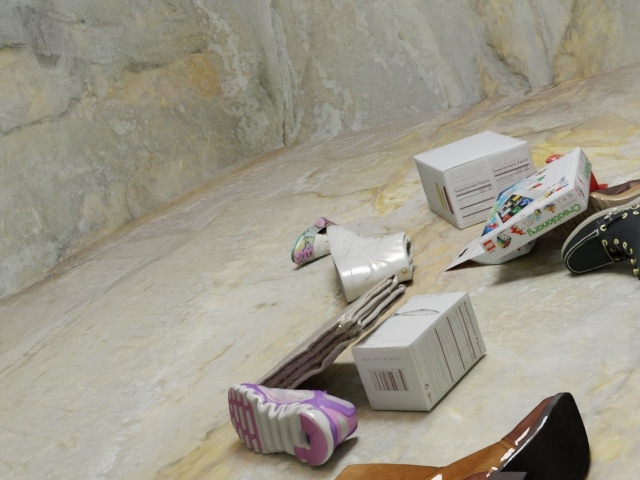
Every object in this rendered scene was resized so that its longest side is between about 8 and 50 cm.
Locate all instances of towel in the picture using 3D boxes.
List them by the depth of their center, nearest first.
[{"bbox_3d":[0.007,0.164,1.472,0.282,0.049,0.187,-41,-4,38],"label":"towel"}]

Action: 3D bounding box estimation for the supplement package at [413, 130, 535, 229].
[{"bbox_3d":[0.360,-0.147,2.195,0.204,0.145,0.262,-19,14,-4],"label":"supplement package"}]

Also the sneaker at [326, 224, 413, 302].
[{"bbox_3d":[0.108,0.030,1.949,0.169,0.108,0.292,-17,24,-1],"label":"sneaker"}]

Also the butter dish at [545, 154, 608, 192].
[{"bbox_3d":[0.502,-0.122,1.975,0.160,0.118,0.160,-8,17,34],"label":"butter dish"}]

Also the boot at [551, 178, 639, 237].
[{"bbox_3d":[0.575,-0.067,1.812,0.249,0.090,0.207,-16,-1,27],"label":"boot"}]

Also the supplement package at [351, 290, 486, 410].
[{"bbox_3d":[0.147,0.160,1.380,0.105,0.105,0.179,-9,17,40],"label":"supplement package"}]

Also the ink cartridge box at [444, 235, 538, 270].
[{"bbox_3d":[0.346,0.014,1.855,0.179,0.045,0.145,-31,5,35],"label":"ink cartridge box"}]

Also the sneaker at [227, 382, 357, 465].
[{"bbox_3d":[-0.037,0.247,1.334,0.105,0.095,0.236,-21,18,-39],"label":"sneaker"}]

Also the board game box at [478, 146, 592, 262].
[{"bbox_3d":[0.408,-0.074,1.766,0.193,0.053,0.305,-32,7,25],"label":"board game box"}]

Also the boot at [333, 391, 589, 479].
[{"bbox_3d":[0.146,0.271,1.073,0.281,0.096,0.264,-16,20,39],"label":"boot"}]

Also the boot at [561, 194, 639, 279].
[{"bbox_3d":[0.492,0.019,1.508,0.236,0.085,0.178,-33,23,29],"label":"boot"}]

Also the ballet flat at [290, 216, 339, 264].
[{"bbox_3d":[0.000,0.000,2.262,0.079,0.076,0.221,7,22,17],"label":"ballet flat"}]
